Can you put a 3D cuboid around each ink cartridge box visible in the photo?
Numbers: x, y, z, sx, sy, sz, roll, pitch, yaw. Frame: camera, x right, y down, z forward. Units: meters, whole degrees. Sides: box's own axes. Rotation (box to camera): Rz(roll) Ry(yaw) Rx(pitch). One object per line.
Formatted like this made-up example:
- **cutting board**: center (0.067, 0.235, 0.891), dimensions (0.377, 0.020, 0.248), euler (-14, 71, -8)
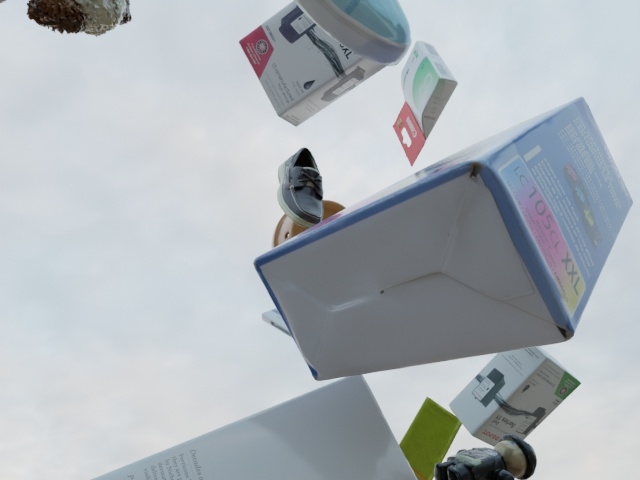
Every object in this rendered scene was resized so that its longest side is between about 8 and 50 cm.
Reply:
- **ink cartridge box**: center (0.380, 0.303, 1.015), dimensions (0.153, 0.087, 0.208), euler (33, -78, -33)
- **ink cartridge box**: center (0.162, -0.020, 0.575), dimensions (0.269, 0.151, 0.395), euler (-23, 3, 42)
- **ink cartridge box**: center (0.216, -0.314, 1.190), dimensions (0.056, 0.181, 0.225), euler (10, -48, -21)
- **ink cartridge box**: center (-0.003, -0.354, 0.956), dimensions (0.237, 0.172, 0.100), euler (-30, -9, 16)

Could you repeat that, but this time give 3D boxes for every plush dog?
- **plush dog**: center (-0.432, -0.456, 0.884), dimensions (0.210, 0.262, 0.225), euler (-35, -81, 35)

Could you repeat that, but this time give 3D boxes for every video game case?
- **video game case**: center (-0.012, 0.179, 1.250), dimensions (0.201, 0.183, 0.023), euler (-17, -69, -33)

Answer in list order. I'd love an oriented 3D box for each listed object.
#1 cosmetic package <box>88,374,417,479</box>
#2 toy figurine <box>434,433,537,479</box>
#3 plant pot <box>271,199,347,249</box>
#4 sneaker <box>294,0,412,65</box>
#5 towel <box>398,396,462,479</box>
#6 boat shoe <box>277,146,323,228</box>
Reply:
- **cosmetic package**: center (-0.095, 0.310, 0.585), dimensions (0.365, 0.155, 0.197), euler (-15, -32, -26)
- **toy figurine**: center (0.233, 0.391, 0.675), dimensions (0.148, 0.213, 0.210), euler (-5, -51, -28)
- **plant pot**: center (0.000, 0.000, 1.570), dimensions (0.290, 0.291, 0.203), euler (-2, -10, -9)
- **sneaker**: center (0.015, -0.391, 0.623), dimensions (0.135, 0.366, 0.150), euler (-33, -2, -42)
- **towel**: center (0.221, 0.476, 1.145), dimensions (0.102, 0.237, 0.021), euler (35, -20, 6)
- **boat shoe**: center (-0.040, -0.133, 1.214), dimensions (0.102, 0.285, 0.092), euler (23, -62, -22)
